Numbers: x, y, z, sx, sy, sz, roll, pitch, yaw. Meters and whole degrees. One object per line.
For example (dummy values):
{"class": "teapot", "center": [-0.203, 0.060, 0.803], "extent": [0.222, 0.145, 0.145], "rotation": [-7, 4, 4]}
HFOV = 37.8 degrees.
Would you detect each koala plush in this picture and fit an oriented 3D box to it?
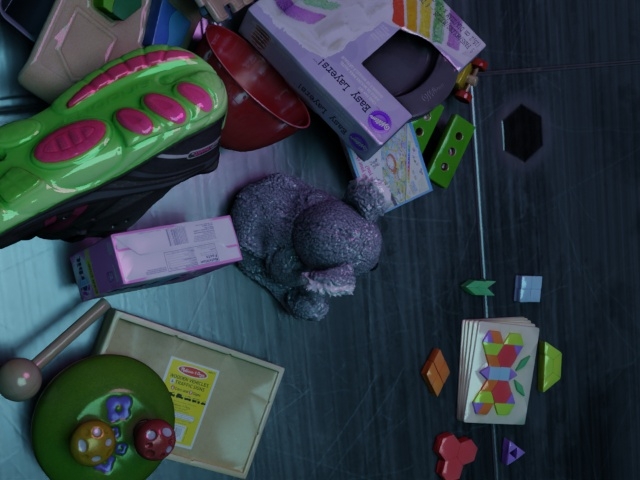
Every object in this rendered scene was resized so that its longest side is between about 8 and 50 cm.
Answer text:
{"class": "koala plush", "center": [0.000, 0.000, 1.247], "extent": [0.203, 0.221, 0.196], "rotation": [35, 78, -27]}

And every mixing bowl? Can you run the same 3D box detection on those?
{"class": "mixing bowl", "center": [-0.112, -0.182, 1.216], "extent": [0.098, 0.181, 0.181], "rotation": [-42, 119, 19]}

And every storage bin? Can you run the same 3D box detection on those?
{"class": "storage bin", "center": [-0.346, -0.310, 1.086], "extent": [0.098, 0.091, 0.135], "rotation": [41, 72, -54]}

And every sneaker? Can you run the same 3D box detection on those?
{"class": "sneaker", "center": [-0.320, -0.048, 1.072], "extent": [0.483, 0.185, 0.202], "rotation": [-22, 146, -9]}

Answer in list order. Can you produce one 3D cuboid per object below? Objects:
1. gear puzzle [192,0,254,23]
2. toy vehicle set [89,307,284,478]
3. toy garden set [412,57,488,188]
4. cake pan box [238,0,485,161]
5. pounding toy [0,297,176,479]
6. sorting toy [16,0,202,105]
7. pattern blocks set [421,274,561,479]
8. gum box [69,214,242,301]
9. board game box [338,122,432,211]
{"class": "gear puzzle", "center": [-0.201, -0.424, 1.159], "extent": [0.339, 0.044, 0.175], "rotation": [56, 32, -15]}
{"class": "toy vehicle set", "center": [-0.191, 0.211, 1.264], "extent": [0.267, 0.035, 0.165], "rotation": [24, 83, -29]}
{"class": "toy garden set", "center": [0.131, -0.222, 1.403], "extent": [0.244, 0.049, 0.203], "rotation": [28, 84, -28]}
{"class": "cake pan box", "center": [0.063, -0.274, 1.286], "extent": [0.267, 0.070, 0.246], "rotation": [47, 67, 0]}
{"class": "pounding toy", "center": [-0.262, 0.215, 1.138], "extent": [0.183, 0.110, 0.236], "rotation": [-35, 111, -23]}
{"class": "sorting toy", "center": [-0.263, -0.261, 1.106], "extent": [0.307, 0.041, 0.229], "rotation": [35, 77, -54]}
{"class": "pattern blocks set", "center": [0.291, 0.219, 1.547], "extent": [0.286, 0.026, 0.324], "rotation": [-9, 99, -29]}
{"class": "gum box", "center": [-0.200, 0.021, 1.173], "extent": [0.188, 0.107, 0.062], "rotation": [-11, 83, -43]}
{"class": "board game box", "center": [0.093, -0.120, 1.357], "extent": [0.104, 0.026, 0.154], "rotation": [-25, 119, -7]}
